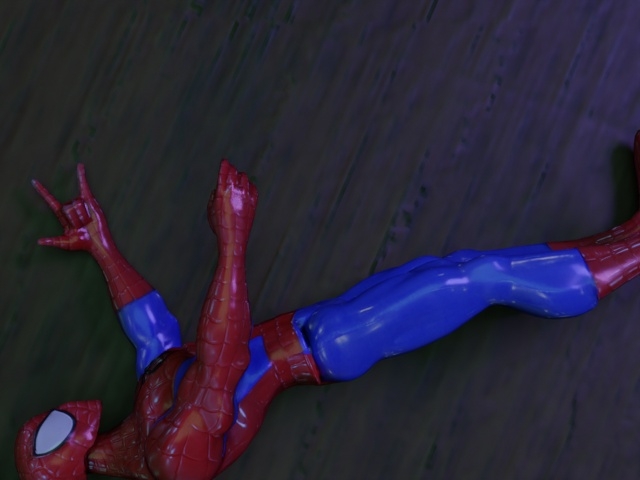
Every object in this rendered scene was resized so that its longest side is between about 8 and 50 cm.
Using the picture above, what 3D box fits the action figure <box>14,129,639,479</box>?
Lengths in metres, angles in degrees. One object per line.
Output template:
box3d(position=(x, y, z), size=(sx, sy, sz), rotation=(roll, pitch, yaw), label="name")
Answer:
box3d(position=(0.000, 0.000, 0.714), size=(0.280, 0.091, 0.139), rotation=(-26, 94, -6), label="action figure")
